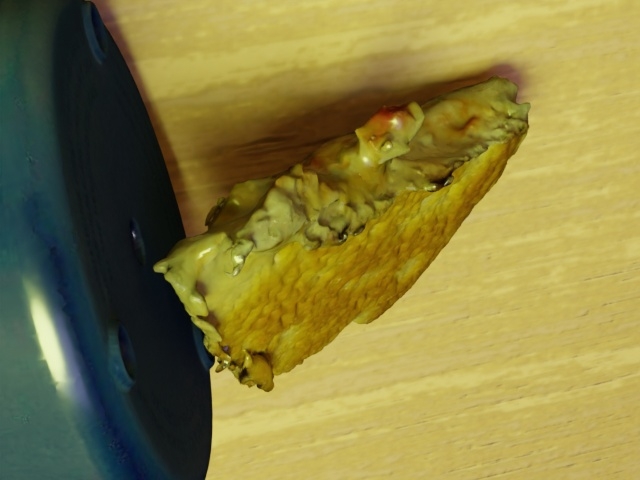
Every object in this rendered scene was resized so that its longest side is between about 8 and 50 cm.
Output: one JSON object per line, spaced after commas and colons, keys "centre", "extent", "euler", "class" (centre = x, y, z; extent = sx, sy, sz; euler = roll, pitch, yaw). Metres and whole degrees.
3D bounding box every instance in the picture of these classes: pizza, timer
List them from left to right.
{"centre": [-0.267, 0.046, 0.763], "extent": [0.384, 0.270, 0.270], "euler": [-15, 131, 6], "class": "timer"}
{"centre": [0.000, 0.000, 0.853], "extent": [0.297, 0.071, 0.189], "euler": [-30, 159, -49], "class": "pizza"}
